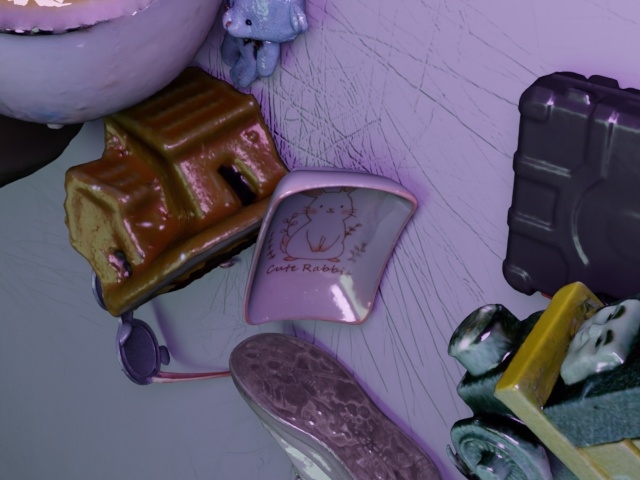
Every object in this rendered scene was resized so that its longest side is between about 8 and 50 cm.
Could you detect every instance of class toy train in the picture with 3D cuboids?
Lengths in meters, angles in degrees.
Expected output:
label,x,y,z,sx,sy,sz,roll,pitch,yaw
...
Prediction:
label,x,y,z,sx,sy,sz,roll,pitch,yaw
toy train,0.281,0.185,0.692,0.397,0.160,0.253,45,151,-6

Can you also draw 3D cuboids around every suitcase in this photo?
label,x,y,z,sx,sy,sz,roll,pitch,yaw
suitcase,0.280,-0.007,0.704,0.285,0.066,0.206,25,131,36

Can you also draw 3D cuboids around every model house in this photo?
label,x,y,z,sx,sy,sz,roll,pitch,yaw
model house,-0.176,-0.075,1.048,0.239,0.268,0.173,59,162,3

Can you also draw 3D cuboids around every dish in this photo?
label,x,y,z,sx,sy,sz,roll,pitch,yaw
dish,0.000,0.000,0.974,0.212,0.151,0.077,109,156,-44

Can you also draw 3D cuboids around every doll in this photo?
label,x,y,z,sx,sy,sz,roll,pitch,yaw
doll,-0.078,-0.226,0.947,0.120,0.075,0.180,57,141,8

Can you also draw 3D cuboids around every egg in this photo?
label,x,y,z,sx,sy,sz,roll,pitch,yaw
egg,-0.275,-0.278,0.941,0.354,0.354,0.340,53,161,9

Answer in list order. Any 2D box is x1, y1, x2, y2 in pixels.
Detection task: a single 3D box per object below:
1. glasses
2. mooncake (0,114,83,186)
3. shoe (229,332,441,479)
label,x,y,z,sx,sy,sz,roll,pitch,yaw
glasses,-0.194,0.104,1.321,0.268,0.118,0.234,-4,110,27
mooncake,-0.479,-0.231,1.162,0.194,0.356,0.356,-9,106,45
shoe,0.007,0.259,1.137,0.316,0.124,0.159,41,145,22
